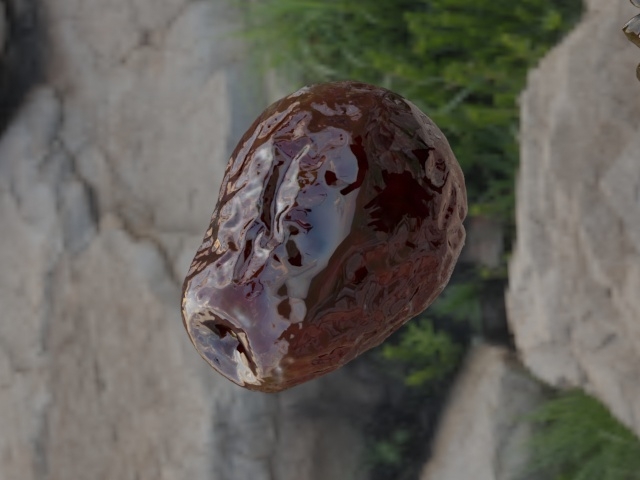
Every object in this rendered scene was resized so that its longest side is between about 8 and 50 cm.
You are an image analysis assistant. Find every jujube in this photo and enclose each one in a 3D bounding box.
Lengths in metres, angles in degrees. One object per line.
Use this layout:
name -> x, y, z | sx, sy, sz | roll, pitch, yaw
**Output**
jujube -> 0.000, 0.000, 1.308 | 0.190, 0.255, 0.190 | 27, 144, 22

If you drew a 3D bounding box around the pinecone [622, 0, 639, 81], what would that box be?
pinecone -> 0.337, -0.127, 1.138 | 0.264, 0.264, 0.264 | 4, 95, 49
